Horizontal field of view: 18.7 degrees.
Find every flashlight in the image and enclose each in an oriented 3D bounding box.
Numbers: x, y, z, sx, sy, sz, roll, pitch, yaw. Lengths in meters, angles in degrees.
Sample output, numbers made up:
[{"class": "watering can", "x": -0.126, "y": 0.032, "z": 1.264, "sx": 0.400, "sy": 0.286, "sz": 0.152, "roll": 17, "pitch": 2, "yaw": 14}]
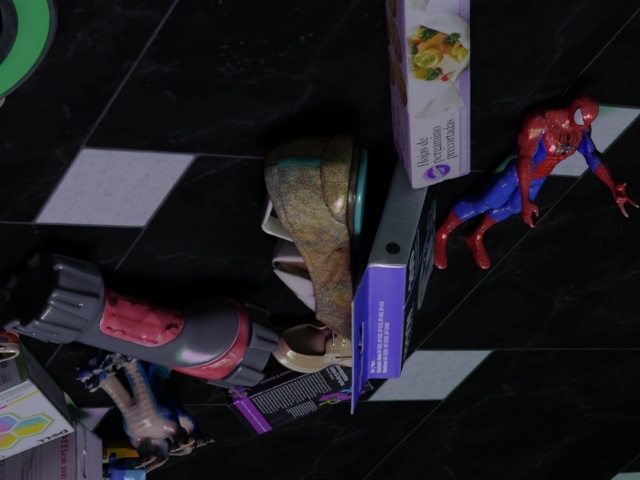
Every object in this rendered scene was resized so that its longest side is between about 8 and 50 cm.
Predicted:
[{"class": "flashlight", "x": -0.179, "y": 0.078, "z": 2.016, "sx": 0.103, "sy": 0.103, "sz": 0.304, "roll": -5, "pitch": 161, "yaw": 42}]

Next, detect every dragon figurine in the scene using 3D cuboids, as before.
[{"class": "dragon figurine", "x": -0.191, "y": 0.177, "z": 2.181, "sx": 0.085, "sy": 0.144, "sz": 0.289, "roll": -25, "pitch": 170, "yaw": 6}]

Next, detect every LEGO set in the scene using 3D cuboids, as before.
[{"class": "LEGO set", "x": -0.252, "y": 0.279, "z": 2.293, "sx": 0.093, "sy": 0.087, "sz": 0.227, "roll": -1, "pitch": -168, "yaw": -5}]

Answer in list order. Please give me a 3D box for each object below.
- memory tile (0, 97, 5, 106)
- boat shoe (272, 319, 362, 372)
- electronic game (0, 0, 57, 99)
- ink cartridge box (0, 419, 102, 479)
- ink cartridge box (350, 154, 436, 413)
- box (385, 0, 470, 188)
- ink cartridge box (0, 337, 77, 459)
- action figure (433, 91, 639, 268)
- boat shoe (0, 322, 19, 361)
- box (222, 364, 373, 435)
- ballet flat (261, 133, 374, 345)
[{"class": "memory tile", "x": -0.328, "y": -0.120, "z": 1.667, "sx": 0.113, "sy": 0.012, "sz": 0.148, "roll": 13, "pitch": 137, "yaw": -44}, {"class": "boat shoe", "x": 0.014, "y": 0.111, "z": 2.225, "sx": 0.170, "sy": 0.063, "sz": 0.059, "roll": -1, "pitch": 145, "yaw": -47}, {"class": "electronic game", "x": -0.321, "y": -0.168, "z": 1.535, "sx": 0.229, "sy": 0.048, "sz": 0.229, "roll": -13, "pitch": 145, "yaw": -9}, {"class": "ink cartridge box", "x": -0.325, "y": 0.280, "z": 2.220, "sx": 0.150, "sy": 0.109, "sz": 0.063, "roll": -17, "pitch": 147, "yaw": 20}, {"class": "ink cartridge box", "x": 0.076, "y": 0.044, "z": 1.984, "sx": 0.045, "sy": 0.208, "sz": 0.206, "roll": 13, "pitch": 145, "yaw": 10}, {"class": "box", "x": 0.100, "y": -0.161, "z": 1.802, "sx": 0.063, "sy": 0.067, "sz": 0.324, "roll": -16, "pitch": 152, "yaw": -5}, {"class": "ink cartridge box", "x": -0.340, "y": 0.187, "z": 2.131, "sx": 0.109, "sy": 0.062, "sz": 0.209, "roll": -22, "pitch": 152, "yaw": 1}, {"class": "action figure", "x": 0.223, "y": -0.036, "z": 2.026, "sx": 0.091, "sy": 0.139, "sz": 0.280, "roll": -1, "pitch": 144, "yaw": -32}, {"class": "boat shoe", "x": -0.375, "y": 0.122, "z": 2.021, "sx": 0.137, "sy": 0.043, "sz": 0.049, "roll": -22, "pitch": 153, "yaw": 8}, {"class": "box", "x": -0.025, "y": 0.178, "z": 2.343, "sx": 0.162, "sy": 0.029, "sz": 0.116, "roll": -21, "pitch": 152, "yaw": 5}, {"class": "ballet flat", "x": 0.000, "y": 0.000, "z": 1.988, "sx": 0.123, "sy": 0.123, "sz": 0.348, "roll": -17, "pitch": 152, "yaw": -4}]
